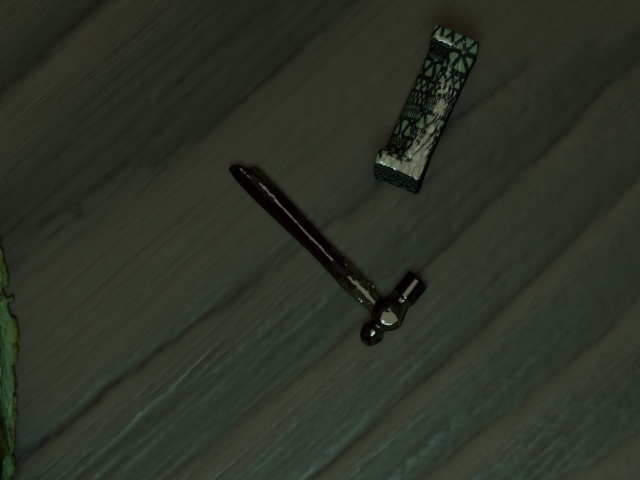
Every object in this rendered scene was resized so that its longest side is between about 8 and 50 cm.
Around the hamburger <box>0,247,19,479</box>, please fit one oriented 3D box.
[{"bbox_3d":[-0.334,0.096,1.308,0.211,0.132,0.309,-10,79,2],"label":"hamburger"}]

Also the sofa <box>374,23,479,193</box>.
[{"bbox_3d":[0.079,-0.097,1.351,0.039,0.060,0.118,23,82,3],"label":"sofa"}]

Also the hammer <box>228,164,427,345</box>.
[{"bbox_3d":[0.000,0.000,1.362,0.065,0.021,0.178,-45,78,-5],"label":"hammer"}]
